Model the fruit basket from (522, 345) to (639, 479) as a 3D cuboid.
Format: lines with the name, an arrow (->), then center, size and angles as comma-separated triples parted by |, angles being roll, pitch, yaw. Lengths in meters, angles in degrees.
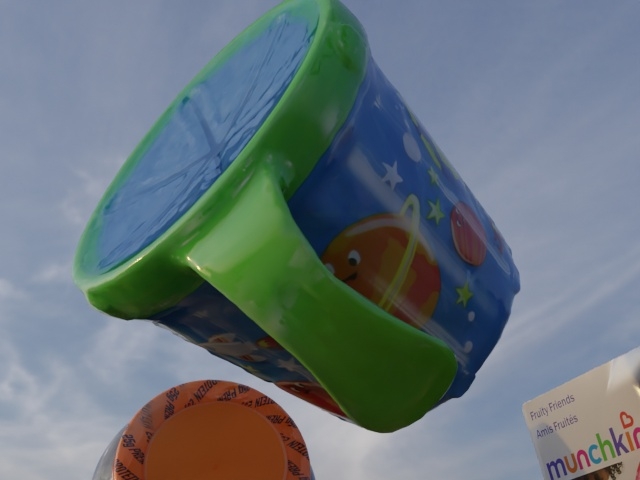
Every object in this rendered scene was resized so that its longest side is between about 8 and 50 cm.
fruit basket -> 0.262, 0.231, 0.571 | 0.165, 0.353, 0.327 | -6, -23, -28

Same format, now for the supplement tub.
supplement tub -> -0.118, 0.284, 0.854 | 0.207, 0.207, 0.338 | 7, -38, -9

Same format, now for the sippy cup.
sippy cup -> 0.000, 0.000, 0.579 | 0.224, 0.306, 0.240 | 41, -45, -24
